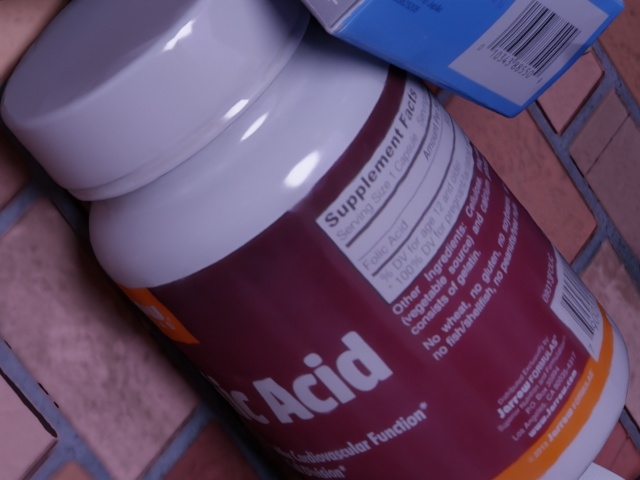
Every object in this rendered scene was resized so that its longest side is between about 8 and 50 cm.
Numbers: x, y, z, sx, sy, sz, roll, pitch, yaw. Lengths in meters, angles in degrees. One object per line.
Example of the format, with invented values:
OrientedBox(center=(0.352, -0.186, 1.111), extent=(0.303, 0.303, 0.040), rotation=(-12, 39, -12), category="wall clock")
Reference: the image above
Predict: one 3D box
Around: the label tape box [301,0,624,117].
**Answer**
OrientedBox(center=(0.002, -0.248, 1.150), extent=(0.348, 0.115, 0.249), rotation=(54, 18, 24), category="label tape box")

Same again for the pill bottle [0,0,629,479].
OrientedBox(center=(0.000, 0.000, 1.190), extent=(0.392, 0.224, 0.224), rotation=(49, 55, -25), category="pill bottle")

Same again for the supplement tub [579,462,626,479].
OrientedBox(center=(0.123, 0.291, 1.239), extent=(0.272, 0.191, 0.191), rotation=(-50, 116, -19), category="supplement tub")

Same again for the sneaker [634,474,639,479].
OrientedBox(center=(0.271, 0.288, 1.480), extent=(0.130, 0.087, 0.228), rotation=(30, 67, -37), category="sneaker")

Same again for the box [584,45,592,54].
OrientedBox(center=(0.128, -0.219, 1.478), extent=(0.201, 0.021, 0.164), rotation=(-7, 88, -43), category="box")
